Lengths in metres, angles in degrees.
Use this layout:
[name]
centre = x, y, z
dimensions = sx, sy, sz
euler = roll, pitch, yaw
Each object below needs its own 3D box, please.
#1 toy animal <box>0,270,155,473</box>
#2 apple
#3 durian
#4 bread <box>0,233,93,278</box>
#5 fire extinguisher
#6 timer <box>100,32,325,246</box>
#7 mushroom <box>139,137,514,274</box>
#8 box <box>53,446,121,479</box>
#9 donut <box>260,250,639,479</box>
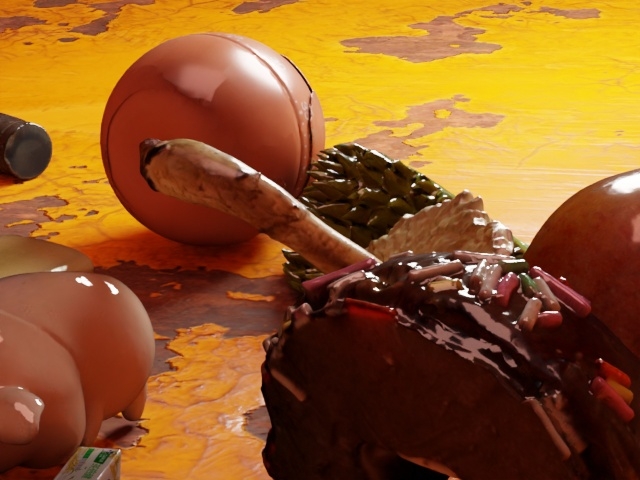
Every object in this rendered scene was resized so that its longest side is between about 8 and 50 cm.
[toy animal]
centre = -0.229, 0.102, 1.351
dimensions = 0.166, 0.154, 0.250
euler = 0, 14, 25
[apple]
centre = 0.266, 0.056, 1.344
dimensions = 0.253, 0.254, 0.253
euler = -3, 21, 1
[durian]
centre = 0.101, 0.026, 1.665
dimensions = 0.394, 0.163, 0.198
euler = 21, -8, 39
[bread]
centre = -0.324, 0.050, 1.663
dimensions = 0.139, 0.060, 0.178
euler = 13, 26, 34
[fire extinguisher]
centre = -0.448, -0.144, 2.153
dimensions = 0.267, 0.089, 0.072
euler = 18, 50, 43
[timer]
centre = -0.114, -0.107, 1.815
dimensions = 0.229, 0.230, 0.215
euler = 10, 17, 32
[mushroom]
centre = 0.001, 0.035, 1.417
dimensions = 0.301, 0.208, 0.233
euler = 11, -6, -21
[box]
centre = -0.195, 0.215, 1.223
dimensions = 0.041, 0.050, 0.207
euler = 4, 22, 14
[donut]
centre = 0.101, 0.124, 1.133
dimensions = 0.345, 0.259, 0.136
euler = 14, 35, 41
